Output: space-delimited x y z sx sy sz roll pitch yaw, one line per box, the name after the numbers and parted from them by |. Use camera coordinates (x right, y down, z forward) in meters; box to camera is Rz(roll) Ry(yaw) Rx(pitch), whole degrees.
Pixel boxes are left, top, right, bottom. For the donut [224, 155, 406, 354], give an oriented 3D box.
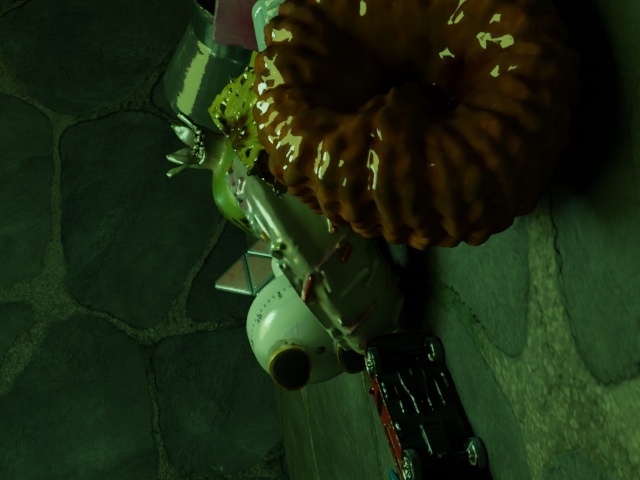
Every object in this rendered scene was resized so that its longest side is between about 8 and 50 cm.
0.000 0.000 1.307 0.382 0.142 0.382 55 -179 -1 | donut

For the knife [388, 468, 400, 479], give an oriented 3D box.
0.162 0.470 1.401 0.296 0.026 0.044 -134 26 -70 | knife

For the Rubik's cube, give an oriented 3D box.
-0.052 0.071 1.880 0.228 0.229 0.233 47 127 -6 | Rubik's cube

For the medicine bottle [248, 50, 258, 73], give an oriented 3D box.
-0.094 -0.293 1.484 0.111 0.076 0.309 107 174 -46 | medicine bottle

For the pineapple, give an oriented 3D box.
-0.072 -0.172 1.161 0.079 0.135 0.233 40 -168 -45 | pineapple

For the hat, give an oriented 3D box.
0.100 -0.078 0.841 0.400 0.285 0.285 64 -169 -63 | hat

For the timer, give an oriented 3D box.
-0.027 0.147 1.576 0.240 0.234 0.233 -119 23 -52 | timer

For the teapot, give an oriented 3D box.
-0.173 -0.448 1.870 0.361 0.306 0.376 112 178 -51 | teapot

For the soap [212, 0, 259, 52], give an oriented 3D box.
-0.060 -0.487 1.271 0.233 0.128 0.359 127 157 -71 | soap

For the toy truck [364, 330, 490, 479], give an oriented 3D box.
0.137 0.250 1.162 0.114 0.108 0.252 95 163 -46 | toy truck

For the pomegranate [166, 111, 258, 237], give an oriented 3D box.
-0.105 -0.152 1.572 0.291 0.323 0.290 -27 51 40 | pomegranate

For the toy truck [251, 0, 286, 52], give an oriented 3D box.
0.024 -0.302 1.068 0.257 0.140 0.108 -17 79 33 | toy truck
